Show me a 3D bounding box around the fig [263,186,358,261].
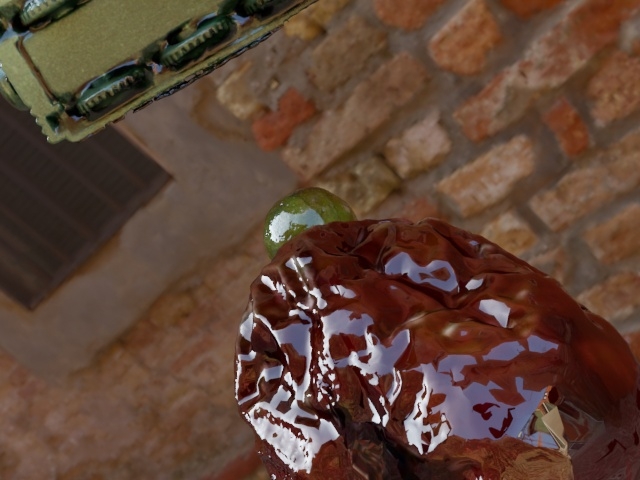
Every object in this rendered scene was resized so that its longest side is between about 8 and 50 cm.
[{"bbox_3d":[0.000,0.000,1.331,0.123,0.123,0.156,-48,36,-3],"label":"fig"}]

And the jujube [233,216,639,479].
[{"bbox_3d":[0.091,0.134,0.832,0.276,0.276,0.377,-48,34,-2],"label":"jujube"}]

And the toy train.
[{"bbox_3d":[-0.130,-0.212,0.923,0.330,0.138,0.178,-31,13,-1],"label":"toy train"}]
